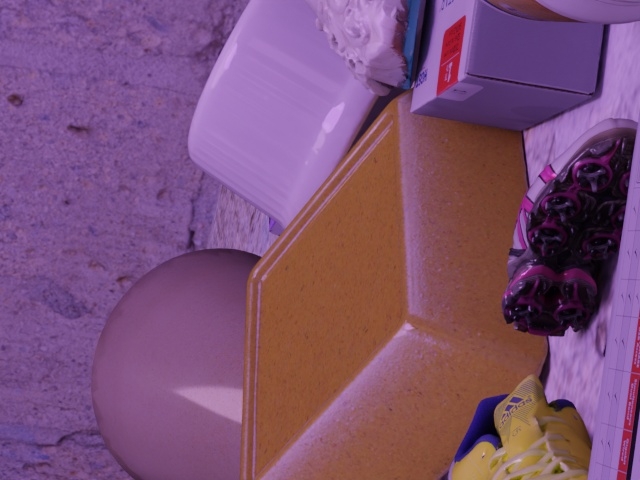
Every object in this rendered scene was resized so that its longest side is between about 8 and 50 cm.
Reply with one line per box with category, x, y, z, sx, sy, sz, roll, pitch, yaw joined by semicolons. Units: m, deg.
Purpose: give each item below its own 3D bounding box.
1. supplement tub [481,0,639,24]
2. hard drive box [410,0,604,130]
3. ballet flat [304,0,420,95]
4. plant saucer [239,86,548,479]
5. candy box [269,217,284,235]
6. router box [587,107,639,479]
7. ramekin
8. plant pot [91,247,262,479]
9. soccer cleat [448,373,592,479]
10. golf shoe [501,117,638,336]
supplement tub;0.146;-0.190;0.979;0.199;0.144;0.144;-137;56;-79
hard drive box;0.136;-0.204;1.234;0.181;0.089;0.232;153;125;-80
ballet flat;0.029;-0.263;1.420;0.147;0.147;0.409;108;175;-46
plant saucer;0.031;0.055;1.361;0.333;0.081;0.333;-51;27;38
candy box;0.010;-0.118;1.893;0.165;0.070;0.196;-56;23;37
router box;0.188;0.063;0.666;0.301;0.082;0.336;-178;96;-81
ramekin;0.000;-0.145;1.570;0.277;0.135;0.277;-59;-4;-6
plant pot;-0.050;0.150;1.672;0.274;0.256;0.257;15;96;64
soccer cleat;0.114;0.133;0.955;0.289;0.093;0.121;141;124;-86
golf shoe;0.147;-0.022;1.058;0.186;0.067;0.086;111;166;-55
